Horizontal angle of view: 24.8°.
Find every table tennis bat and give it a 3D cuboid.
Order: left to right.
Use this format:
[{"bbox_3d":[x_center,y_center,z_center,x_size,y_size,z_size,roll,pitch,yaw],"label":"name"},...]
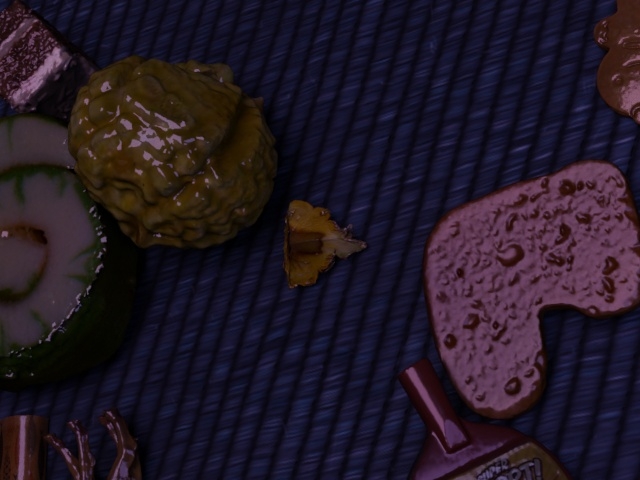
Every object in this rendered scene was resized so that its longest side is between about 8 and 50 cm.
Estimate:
[{"bbox_3d":[0.174,0.273,1.600,0.200,0.038,0.310,-23,72,-17],"label":"table tennis bat"}]

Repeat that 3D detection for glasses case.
[{"bbox_3d":[-0.398,0.317,1.911,0.065,0.041,0.170,-10,70,24],"label":"glasses case"}]

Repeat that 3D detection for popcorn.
[{"bbox_3d":[-0.182,-0.117,1.845,0.224,0.270,0.258,-54,48,52],"label":"popcorn"}]

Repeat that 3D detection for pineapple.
[{"bbox_3d":[0.000,0.000,1.815,0.114,0.077,0.114,-4,75,10],"label":"pineapple"}]

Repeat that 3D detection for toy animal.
[{"bbox_3d":[-0.302,0.346,1.843,0.149,0.054,0.275,6,84,12],"label":"toy animal"}]

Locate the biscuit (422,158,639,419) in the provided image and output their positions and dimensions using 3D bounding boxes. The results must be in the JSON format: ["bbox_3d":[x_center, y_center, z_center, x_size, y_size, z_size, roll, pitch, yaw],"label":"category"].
[{"bbox_3d":[0.256,0.057,1.682,0.277,0.052,0.262,-23,69,16],"label":"biscuit"}]

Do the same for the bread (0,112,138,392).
[{"bbox_3d":[-0.398,0.010,1.966,0.366,0.129,0.382,20,81,30],"label":"bread"}]

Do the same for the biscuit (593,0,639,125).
[{"bbox_3d":[0.385,-0.230,1.731,0.133,0.027,0.184,21,83,28],"label":"biscuit"}]

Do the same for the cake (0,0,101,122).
[{"bbox_3d":[-0.401,-0.238,2.053,0.134,0.135,0.147,-44,65,5],"label":"cake"}]
